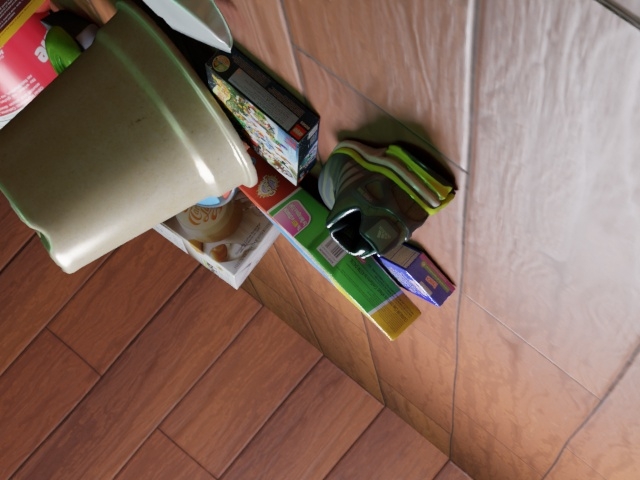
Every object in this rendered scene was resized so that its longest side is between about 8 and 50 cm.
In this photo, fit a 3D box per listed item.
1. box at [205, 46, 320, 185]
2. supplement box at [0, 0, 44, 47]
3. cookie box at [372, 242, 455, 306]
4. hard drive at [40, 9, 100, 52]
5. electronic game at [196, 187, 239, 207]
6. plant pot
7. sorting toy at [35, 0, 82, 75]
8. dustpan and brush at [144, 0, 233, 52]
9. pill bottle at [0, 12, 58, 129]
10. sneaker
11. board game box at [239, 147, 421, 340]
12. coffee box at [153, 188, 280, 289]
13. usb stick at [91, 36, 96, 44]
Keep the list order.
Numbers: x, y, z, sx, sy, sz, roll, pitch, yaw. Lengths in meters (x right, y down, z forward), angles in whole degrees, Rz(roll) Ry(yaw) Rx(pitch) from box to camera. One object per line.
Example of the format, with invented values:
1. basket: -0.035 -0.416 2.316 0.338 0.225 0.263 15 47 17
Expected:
1. box: -0.077 -0.165 1.656 0.159 0.044 0.233 40 170 6
2. supplement box: -0.536 -0.418 1.871 0.129 0.191 0.194 34 169 37
3. cookie box: 0.132 0.043 1.788 0.092 0.040 0.107 47 170 -33
4. hard drive: -0.375 -0.301 2.179 0.172 0.054 0.255 30 165 49
5. electronic game: -0.225 -0.154 2.042 0.229 0.048 0.229 26 138 26
6. plant pot: -0.311 -0.128 1.775 0.334 0.305 0.334 51 171 12
7. sorting toy: -0.476 -0.301 2.061 0.366 0.126 0.127 62 158 -13
8. dustpan and brush: -0.186 -0.315 1.414 0.147 0.060 0.211 29 172 45
9. pill bottle: -0.562 -0.318 2.314 0.229 0.229 0.408 31 167 46
10. sneaker: 0.048 -0.046 1.472 0.111 0.121 0.300 43 170 -12
11. board game box: 0.000 0.000 1.910 0.242 0.064 0.316 47 177 -34
12. coffee box: -0.207 -0.047 2.174 0.246 0.141 0.098 35 167 9
13. usb stick: -0.376 -0.222 1.981 0.045 0.278 0.077 -22 129 38
